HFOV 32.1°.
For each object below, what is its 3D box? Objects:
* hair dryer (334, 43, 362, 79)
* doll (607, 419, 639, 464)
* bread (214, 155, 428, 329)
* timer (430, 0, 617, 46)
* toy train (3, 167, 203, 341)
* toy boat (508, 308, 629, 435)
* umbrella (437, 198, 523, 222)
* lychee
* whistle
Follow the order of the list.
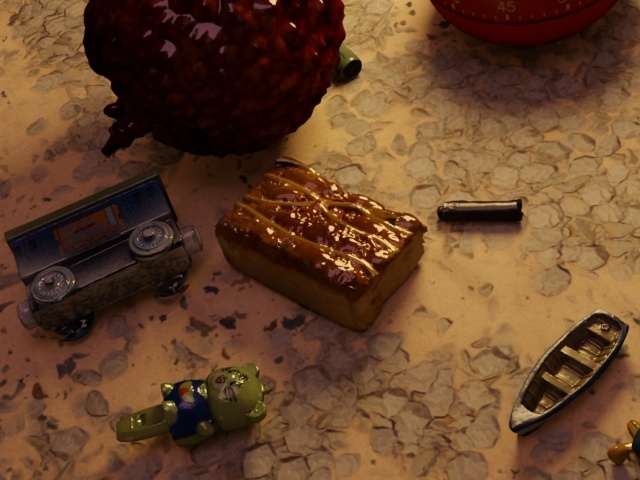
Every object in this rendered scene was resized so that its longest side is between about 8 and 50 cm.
[{"bbox_3d":[-0.004,-0.293,1.973,0.150,0.047,0.071,-35,52,-8],"label":"hair dryer"},{"bbox_3d":[0.449,0.273,1.369,0.102,0.089,0.179,-45,32,-23],"label":"doll"},{"bbox_3d":[0.000,0.000,1.680,0.275,0.114,0.185,27,62,28],"label":"bread"},{"bbox_3d":[0.351,-0.507,1.910,0.378,0.279,0.378,-7,52,8],"label":"timer"},{"bbox_3d":[-0.339,0.020,1.730,0.300,0.131,0.202,-23,48,-7],"label":"toy train"},{"bbox_3d":[0.327,0.183,1.490,0.080,0.046,0.229,32,64,32],"label":"toy boat"},{"bbox_3d":[0.246,-0.047,1.713,0.133,0.031,0.036,0,29,13],"label":"umbrella"},{"bbox_3d":[-0.180,-0.325,1.800,0.425,0.424,0.500,30,79,32],"label":"lychee"},{"bbox_3d":[-0.175,0.232,1.543,0.227,0.085,0.105,-15,40,1],"label":"whistle"}]
